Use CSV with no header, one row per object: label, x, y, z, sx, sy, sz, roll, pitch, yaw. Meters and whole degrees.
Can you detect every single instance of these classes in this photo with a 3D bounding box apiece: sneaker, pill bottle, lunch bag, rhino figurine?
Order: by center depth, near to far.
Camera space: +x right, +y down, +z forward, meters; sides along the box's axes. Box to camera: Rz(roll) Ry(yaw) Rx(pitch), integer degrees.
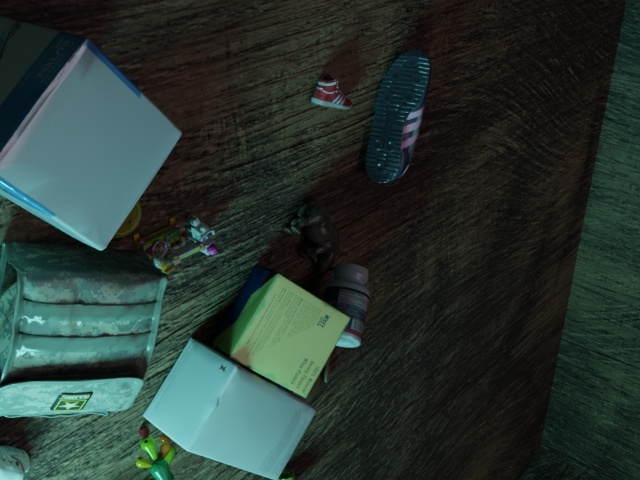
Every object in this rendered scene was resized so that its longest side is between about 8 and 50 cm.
lunch bag,-0.398,0.161,1.174,0.235,0.169,0.287,5,107,-34
sneaker,-0.550,0.351,1.188,0.123,0.106,0.290,-43,148,-38
sneaker,0.033,-0.319,1.580,0.118,0.042,0.067,-4,116,-48
rhino figurine,0.000,0.000,1.694,0.106,0.073,0.243,-49,143,-17
pill bottle,0.058,0.150,1.720,0.108,0.108,0.180,42,54,-53
sneaker,0.192,-0.295,1.762,0.131,0.112,0.319,-13,124,-67

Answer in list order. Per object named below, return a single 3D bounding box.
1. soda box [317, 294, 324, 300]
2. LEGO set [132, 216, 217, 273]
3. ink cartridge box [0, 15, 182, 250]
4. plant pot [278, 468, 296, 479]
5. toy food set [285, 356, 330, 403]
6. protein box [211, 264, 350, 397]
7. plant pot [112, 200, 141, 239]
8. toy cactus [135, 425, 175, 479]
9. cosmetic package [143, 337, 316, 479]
soda box,-0.030,0.187,1.764,0.210,0.067,0.071,-10,117,-49
LEGO set,-0.295,0.065,1.329,0.287,0.107,0.132,-48,140,-23
ink cartridge box,-0.373,-0.150,0.972,0.197,0.270,0.198,-59,144,-12
plant pot,-0.091,0.652,1.952,0.083,0.083,0.079,-20,112,-45
toy food set,-0.045,0.372,1.885,0.192,0.039,0.132,-40,144,-39
protein box,-0.085,0.192,1.575,0.201,0.136,0.199,33,82,-24
plant pot,-0.348,-0.053,1.205,0.134,0.095,0.134,-29,131,-40
toy cactus,-0.320,0.499,1.496,0.112,0.180,0.219,-15,117,-24
cosmetic package,-0.183,0.376,1.606,0.197,0.155,0.365,-58,143,-11
